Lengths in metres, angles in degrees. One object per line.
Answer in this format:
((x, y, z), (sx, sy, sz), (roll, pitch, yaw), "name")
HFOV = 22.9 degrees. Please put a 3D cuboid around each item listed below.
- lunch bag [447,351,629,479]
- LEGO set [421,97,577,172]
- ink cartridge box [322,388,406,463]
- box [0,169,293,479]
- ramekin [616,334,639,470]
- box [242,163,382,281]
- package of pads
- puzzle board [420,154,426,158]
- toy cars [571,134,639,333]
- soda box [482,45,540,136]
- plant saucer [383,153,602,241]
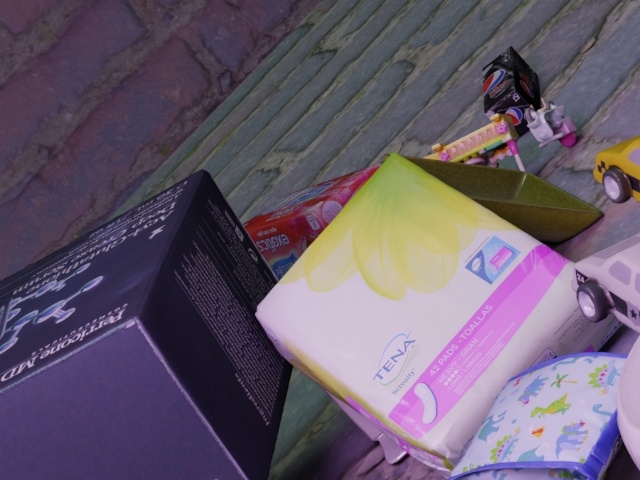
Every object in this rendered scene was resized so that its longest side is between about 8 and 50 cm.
((0.196, 0.161, 1.284), (0.129, 0.096, 0.151), (-55, 10, -35), "lunch bag")
((0.186, -0.064, 1.936), (0.132, 0.107, 0.287), (-11, -15, -42), "LEGO set")
((0.082, 0.080, 1.717), (0.207, 0.119, 0.353), (-41, 17, 4), "ink cartridge box")
((-0.207, 0.141, 1.549), (0.293, 0.212, 0.395), (-28, 17, 14), "box")
((0.325, 0.097, 1.080), (0.273, 0.127, 0.273), (-40, 17, 15), "ramekin")
((0.000, 0.000, 2.069), (0.128, 0.122, 0.257), (-36, 11, -30), "box")
((0.103, 0.075, 1.499), (0.229, 0.101, 0.296), (-48, 47, -7), "package of pads")
((0.107, -0.066, 2.218), (0.096, 0.011, 0.128), (-37, 17, 22), "puzzle board")
((0.307, -0.023, 1.370), (0.176, 0.087, 0.393), (-4, 28, 18), "toy cars")
((0.253, -0.196, 2.103), (0.053, 0.060, 0.169), (-39, 17, 20), "soda box")
((0.181, -0.042, 1.725), (0.188, 0.188, 0.045), (-139, 57, -65), "plant saucer")
